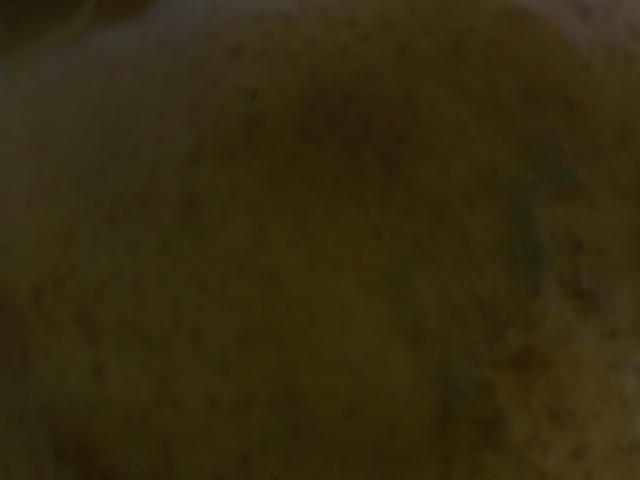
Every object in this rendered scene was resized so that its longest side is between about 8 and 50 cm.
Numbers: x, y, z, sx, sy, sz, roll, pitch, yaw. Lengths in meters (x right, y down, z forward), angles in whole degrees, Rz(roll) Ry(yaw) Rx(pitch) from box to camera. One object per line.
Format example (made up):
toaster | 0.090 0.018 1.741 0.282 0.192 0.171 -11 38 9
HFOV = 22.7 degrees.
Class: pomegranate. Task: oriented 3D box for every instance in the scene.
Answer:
pomegranate | 0.000 0.000 0.537 0.416 0.416 0.417 19 -51 25
